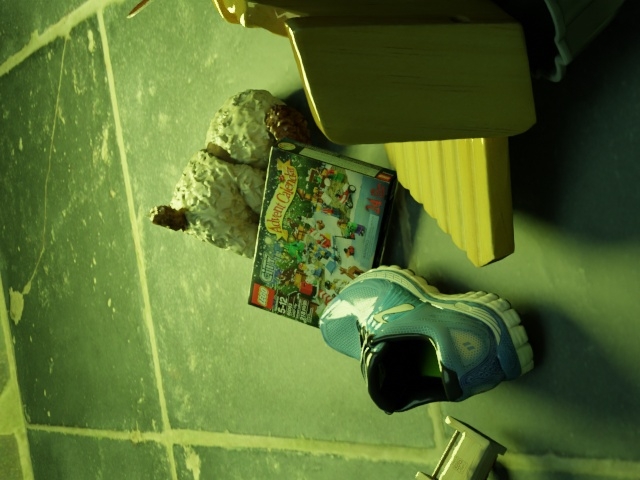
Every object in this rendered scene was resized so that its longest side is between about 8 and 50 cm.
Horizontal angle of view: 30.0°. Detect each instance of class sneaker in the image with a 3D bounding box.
[{"bbox_3d":[0.088,0.117,1.393,0.330,0.147,0.130,4,117,57],"label":"sneaker"}]

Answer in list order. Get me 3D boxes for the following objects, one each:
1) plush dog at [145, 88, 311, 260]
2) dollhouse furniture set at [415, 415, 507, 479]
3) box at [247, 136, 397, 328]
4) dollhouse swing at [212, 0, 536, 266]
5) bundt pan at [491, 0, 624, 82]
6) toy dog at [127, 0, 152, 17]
[{"bbox_3d":[-0.116,-0.103,1.662,0.262,0.210,0.225,23,93,53],"label":"plush dog"},{"bbox_3d":[0.185,0.324,1.372,0.129,0.129,0.184,27,90,51],"label":"dollhouse furniture set"},{"bbox_3d":[0.000,0.000,1.537,0.159,0.044,0.233,17,118,14],"label":"box"},{"bbox_3d":[0.026,-0.142,1.244,0.347,0.315,0.305,-126,37,-52],"label":"dollhouse swing"},{"bbox_3d":[0.172,-0.313,1.099,0.331,0.124,0.331,55,180,0],"label":"bundt pan"},{"bbox_3d":[-0.286,-0.448,1.836,0.333,0.161,0.220,-9,90,57],"label":"toy dog"}]
